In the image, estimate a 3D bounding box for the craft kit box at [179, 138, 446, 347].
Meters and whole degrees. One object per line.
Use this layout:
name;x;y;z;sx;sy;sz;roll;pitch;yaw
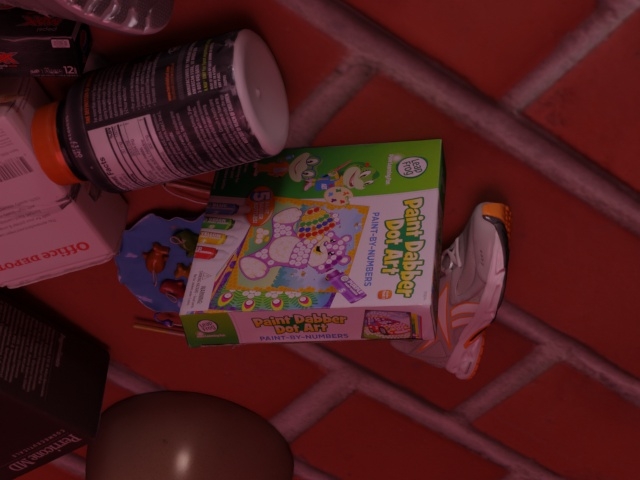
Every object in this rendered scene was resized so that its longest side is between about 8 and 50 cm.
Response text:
craft kit box;0.000;0.000;1.400;0.247;0.249;0.061;-1;133;9

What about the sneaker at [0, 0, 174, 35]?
sneaker;-0.273;-0.267;1.305;0.281;0.105;0.115;21;163;-15

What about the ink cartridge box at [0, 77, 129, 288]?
ink cartridge box;-0.332;-0.062;1.497;0.159;0.092;0.218;-15;129;21

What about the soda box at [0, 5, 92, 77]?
soda box;-0.318;-0.201;1.379;0.169;0.060;0.053;1;136;6

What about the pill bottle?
pill bottle;-0.166;-0.122;1.386;0.246;0.130;0.130;-12;132;19

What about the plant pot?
plant pot;-0.186;0.363;1.829;0.284;0.191;0.284;4;135;4

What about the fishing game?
fishing game;-0.151;0.036;1.606;0.189;0.041;0.264;13;135;-9

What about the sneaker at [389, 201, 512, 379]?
sneaker;0.139;0.056;1.548;0.121;0.099;0.262;13;134;1

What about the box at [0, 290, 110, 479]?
box;-0.461;0.139;1.650;0.191;0.143;0.381;-29;134;34

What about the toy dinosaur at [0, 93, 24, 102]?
toy dinosaur;-0.377;-0.152;1.412;0.183;0.092;0.053;1;135;7
